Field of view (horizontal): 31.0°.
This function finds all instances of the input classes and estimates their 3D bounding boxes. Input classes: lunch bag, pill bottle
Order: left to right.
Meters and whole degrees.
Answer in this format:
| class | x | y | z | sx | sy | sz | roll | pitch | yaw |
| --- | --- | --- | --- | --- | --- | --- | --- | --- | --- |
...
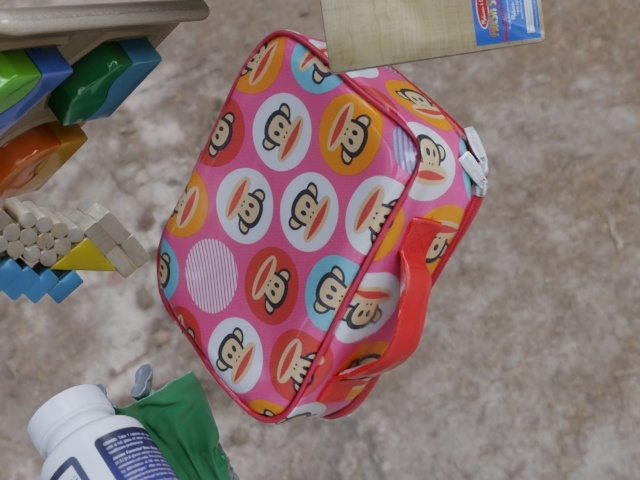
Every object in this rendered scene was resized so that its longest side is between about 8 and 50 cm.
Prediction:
| class | x | y | z | sx | sy | sz | roll | pitch | yaw |
| --- | --- | --- | --- | --- | --- | --- | --- | --- | --- |
| pill bottle | -0.163 | 0.200 | 0.918 | 0.094 | 0.094 | 0.169 | -33 | 63 | -13 |
| lunch bag | 0.000 | 0.000 | 0.946 | 0.258 | 0.120 | 0.293 | 46 | 117 | 37 |

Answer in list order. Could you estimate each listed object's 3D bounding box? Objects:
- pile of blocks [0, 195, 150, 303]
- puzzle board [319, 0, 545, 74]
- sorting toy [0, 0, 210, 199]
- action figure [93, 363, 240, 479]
| class | x | y | z | sx | sy | sz | roll | pitch | yaw |
| --- | --- | --- | --- | --- | --- | --- | --- | --- | --- |
| pile of blocks | -0.391 | 0.004 | 1.358 | 0.362 | 0.148 | 0.113 | 10 | 9 | -30 |
| puzzle board | 0.043 | -0.143 | 0.505 | 0.096 | 0.128 | 0.011 | -8 | 6 | 0 |
| sorting toy | -0.175 | -0.063 | 0.639 | 0.208 | 0.038 | 0.193 | -35 | -4 | 28 |
| action figure | -0.130 | 0.211 | 1.074 | 0.137 | 0.232 | 0.063 | -21 | 39 | 10 |
